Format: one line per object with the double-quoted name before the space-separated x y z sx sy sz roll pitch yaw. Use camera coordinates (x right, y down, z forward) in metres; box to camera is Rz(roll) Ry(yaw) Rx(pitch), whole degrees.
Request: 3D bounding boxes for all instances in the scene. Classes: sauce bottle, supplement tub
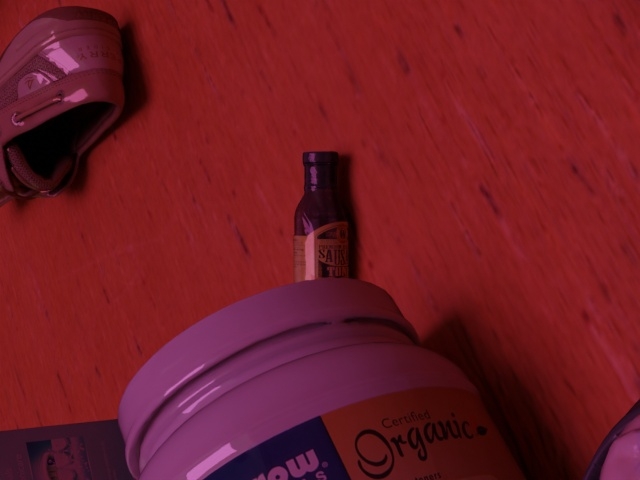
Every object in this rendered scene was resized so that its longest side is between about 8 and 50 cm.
"sauce bottle" 0.000 0.000 0.863 0.042 0.042 0.128 1 94 53
"supplement tub" 0.025 0.202 0.683 0.228 0.228 0.316 -55 50 38

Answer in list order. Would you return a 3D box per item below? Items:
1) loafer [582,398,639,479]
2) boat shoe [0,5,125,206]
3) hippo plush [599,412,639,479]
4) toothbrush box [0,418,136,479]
"loafer" 0.215 0.069 0.571 0.096 0.084 0.267 36 128 10
"boat shoe" -0.301 -0.095 1.192 0.341 0.122 0.110 -38 60 45
"hippo plush" 0.179 0.180 0.400 0.294 0.236 0.234 -3 88 32
"toothbrush box" -0.229 0.239 0.964 0.216 0.295 0.126 -41 60 46
